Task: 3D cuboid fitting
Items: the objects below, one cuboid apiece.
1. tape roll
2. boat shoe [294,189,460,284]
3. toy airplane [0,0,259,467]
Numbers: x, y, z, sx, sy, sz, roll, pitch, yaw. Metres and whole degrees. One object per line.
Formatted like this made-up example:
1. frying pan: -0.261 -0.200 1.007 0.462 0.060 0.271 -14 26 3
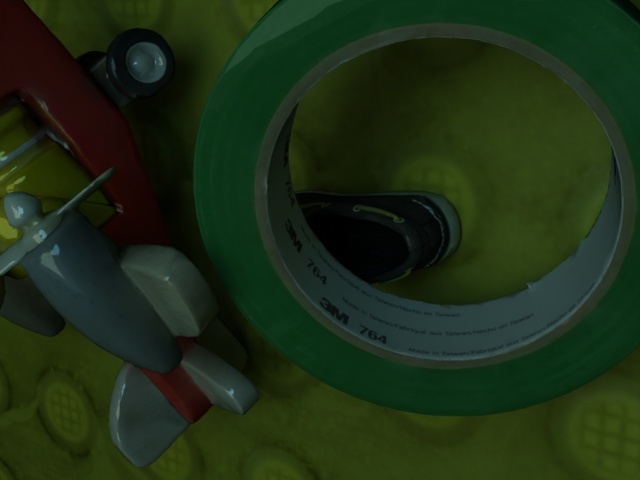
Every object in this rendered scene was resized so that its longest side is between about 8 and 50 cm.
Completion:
1. tape roll: 0.080 -0.035 0.613 0.321 0.077 0.321 5 117 9
2. boat shoe: 0.000 0.000 0.771 0.227 0.068 0.081 -7 100 37
3. toy airplane: -0.222 0.030 0.812 0.384 0.272 0.386 49 146 28
